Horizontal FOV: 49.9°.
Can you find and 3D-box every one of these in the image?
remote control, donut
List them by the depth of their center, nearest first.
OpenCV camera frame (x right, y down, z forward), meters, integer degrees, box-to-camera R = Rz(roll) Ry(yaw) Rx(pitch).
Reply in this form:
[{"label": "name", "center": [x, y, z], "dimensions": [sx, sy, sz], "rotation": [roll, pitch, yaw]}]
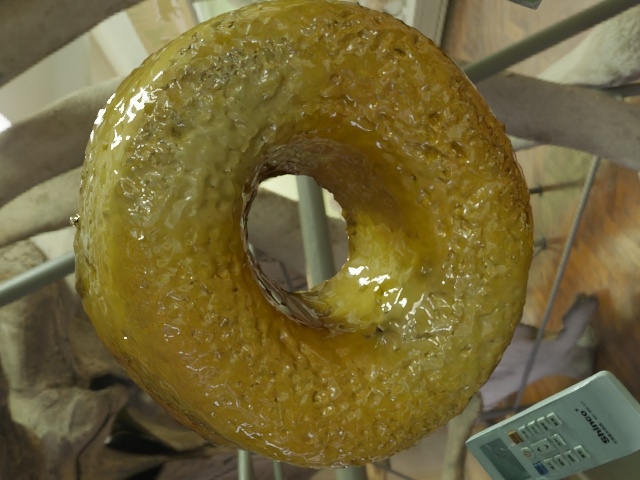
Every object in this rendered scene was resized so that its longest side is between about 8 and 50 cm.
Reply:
[{"label": "donut", "center": [-0.002, -0.002, 0.384], "dimensions": [0.108, 0.277, 0.278], "rotation": [-168, 68, -74]}, {"label": "remote control", "center": [0.187, 0.158, 0.552], "dimensions": [0.061, 0.029, 0.162], "rotation": [53, 139, 10]}]

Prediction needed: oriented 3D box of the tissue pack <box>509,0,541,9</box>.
[{"label": "tissue pack", "center": [0.224, -0.426, 0.933], "dimensions": [0.159, 0.229, 0.145], "rotation": [-64, -9, -3]}]
